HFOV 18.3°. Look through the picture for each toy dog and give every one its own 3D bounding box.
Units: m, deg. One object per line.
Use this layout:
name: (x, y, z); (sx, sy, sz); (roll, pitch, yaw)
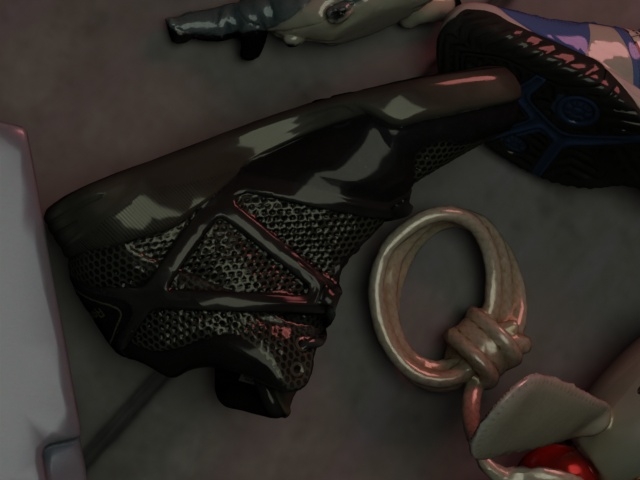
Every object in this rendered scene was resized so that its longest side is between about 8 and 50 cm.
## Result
toy dog: (0.085, 0.150, 0.901); (0.220, 0.161, 0.333); (33, 77, -14)

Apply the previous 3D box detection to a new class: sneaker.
sneaker: (0.000, 0.000, 0.924); (0.227, 0.087, 0.130); (-23, 96, -14)
sneaker: (0.154, -0.072, 0.996); (0.211, 0.080, 0.081); (22, 54, -14)

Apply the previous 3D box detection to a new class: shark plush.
shark plush: (0.004, -0.127, 0.968); (0.161, 0.073, 0.067); (-26, 74, 2)

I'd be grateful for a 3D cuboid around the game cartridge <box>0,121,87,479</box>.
game cartridge: (-0.259, 0.042, 0.852); (0.294, 0.060, 0.196); (-10, 93, -19)
